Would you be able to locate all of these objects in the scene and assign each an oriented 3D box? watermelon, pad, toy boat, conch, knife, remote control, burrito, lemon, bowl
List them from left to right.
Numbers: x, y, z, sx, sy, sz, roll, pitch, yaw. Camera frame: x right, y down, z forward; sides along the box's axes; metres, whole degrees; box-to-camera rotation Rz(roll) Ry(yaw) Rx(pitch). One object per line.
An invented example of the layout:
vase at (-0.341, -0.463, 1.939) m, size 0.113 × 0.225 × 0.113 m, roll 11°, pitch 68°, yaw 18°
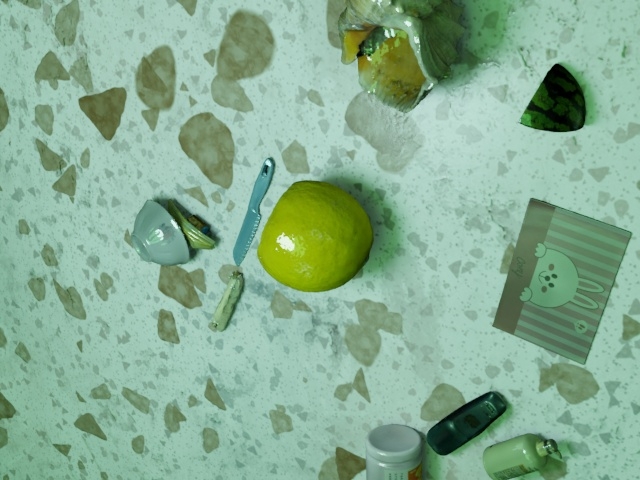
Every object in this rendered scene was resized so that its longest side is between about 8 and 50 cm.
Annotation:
bowl at (-0.417, -0.001, 2.023) m, size 0.189 × 0.086 × 0.189 m, roll 36°, pitch 145°, yaw 30°
toy boat at (-0.327, -0.036, 2.013) m, size 0.172 × 0.066 × 0.065 m, roll 39°, pitch 154°, yaw 17°
burrito at (-0.233, 0.156, 2.041) m, size 0.185 × 0.041 × 0.045 m, roll -62°, pitch 30°, yaw 33°
knife at (-0.160, -0.062, 1.929) m, size 0.044 × 0.019 × 0.313 m, roll 33°, pitch 124°, yaw 15°
lemon at (0.000, 0.000, 1.716) m, size 0.219 × 0.240 × 0.240 m, roll 26°, pitch 120°, yaw 8°
conch at (0.160, -0.398, 1.496) m, size 0.210 × 0.352 × 0.297 m, roll -23°, pitch 83°, yaw -8°
remote control at (0.319, 0.404, 1.783) m, size 0.072 × 0.042 × 0.222 m, roll 50°, pitch 125°, yaw 9°
watermelon at (0.404, -0.242, 1.465) m, size 0.125 × 0.135 × 0.094 m, roll 67°, pitch 162°, yaw -9°
pad at (0.466, 0.083, 1.593) m, size 0.202 × 0.005 × 0.300 m, roll 23°, pitch 118°, yaw 24°

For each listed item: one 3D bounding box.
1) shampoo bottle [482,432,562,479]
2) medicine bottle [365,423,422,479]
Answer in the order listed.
shampoo bottle at (0.427, 0.454, 1.712) m, size 0.162 × 0.079 × 0.079 m, roll -32°, pitch 89°, yaw 36°
medicine bottle at (0.171, 0.566, 1.882) m, size 0.133 × 0.133 × 0.250 m, roll 9°, pitch 111°, yaw 29°
